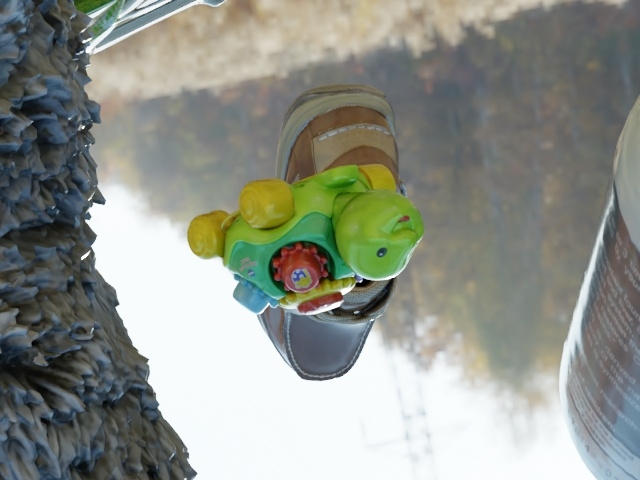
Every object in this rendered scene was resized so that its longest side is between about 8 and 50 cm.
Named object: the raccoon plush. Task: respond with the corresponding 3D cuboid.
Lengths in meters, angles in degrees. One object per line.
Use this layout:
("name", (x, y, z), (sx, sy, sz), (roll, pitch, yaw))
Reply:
("raccoon plush", (-0.076, 0.056, 0.707), (0.446, 0.299, 0.216), (30, -179, -25))

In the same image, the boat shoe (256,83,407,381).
("boat shoe", (0.008, 0.019, 1.476), (0.123, 0.324, 0.116), (-9, -133, -11))

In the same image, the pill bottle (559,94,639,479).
("pill bottle", (0.259, 0.010, 1.006), (0.204, 0.204, 0.361), (-12, 147, -9))

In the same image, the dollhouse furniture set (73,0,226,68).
("dollhouse furniture set", (-0.153, -0.197, 1.063), (0.301, 0.151, 0.197), (-32, -178, -36))

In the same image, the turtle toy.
("turtle toy", (0.000, 0.000, 0.879), (0.095, 0.066, 0.130), (-10, 168, -39))
